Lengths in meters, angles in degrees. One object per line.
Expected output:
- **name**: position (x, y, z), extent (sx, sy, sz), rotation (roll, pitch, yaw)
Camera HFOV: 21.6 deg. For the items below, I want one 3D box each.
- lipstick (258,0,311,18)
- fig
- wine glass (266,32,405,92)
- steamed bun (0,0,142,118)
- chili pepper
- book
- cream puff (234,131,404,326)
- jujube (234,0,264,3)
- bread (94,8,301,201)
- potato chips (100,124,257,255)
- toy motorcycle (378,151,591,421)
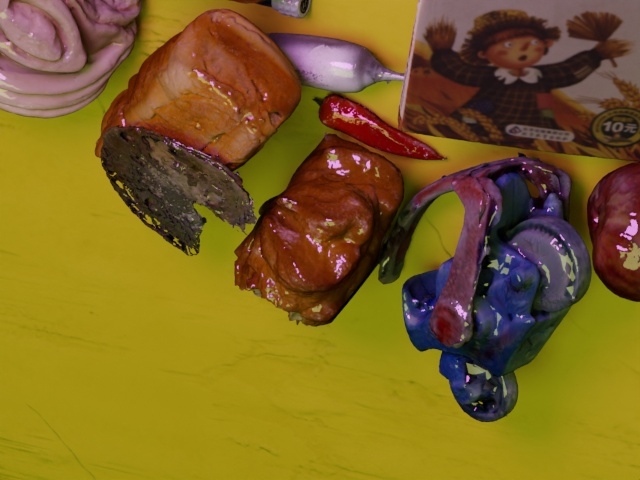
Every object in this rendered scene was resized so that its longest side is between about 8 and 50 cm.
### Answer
- **lipstick**: position (-0.070, -0.286, 1.945), extent (0.116, 0.037, 0.037), rotation (15, 124, 21)
- **fig**: position (0.390, 0.009, 1.849), extent (0.230, 0.160, 0.143), rotation (29, 125, -31)
- **wine glass**: position (0.049, -0.193, 1.923), extent (0.262, 0.074, 0.074), rotation (13, 124, 21)
- **steamed bun**: position (-0.363, -0.280, 1.983), extent (0.276, 0.203, 0.289), rotation (32, 128, 4)
- **chili pepper**: position (0.066, -0.126, 1.979), extent (0.178, 0.027, 0.045), rotation (26, 126, 7)
- **book**: position (0.249, -0.245, 1.691), extent (0.300, 0.039, 0.428), rotation (8, 140, 0)
- **cream puff**: position (0.000, 0.000, 1.968), extent (0.155, 0.241, 0.269), rotation (38, 144, -5)
- **jujube**: position (-0.152, -0.349, 1.857), extent (0.255, 0.190, 0.190), rotation (26, 128, -6)
- **bread**: position (-0.146, -0.152, 1.962), extent (0.167, 0.132, 0.294), rotation (47, 144, -5)
- **potato chips**: position (-0.168, -0.058, 1.959), extent (0.220, 0.029, 0.202), rotation (-6, 126, 49)
- **toy motorcycle**: position (0.195, 0.042, 1.959), extent (0.182, 0.241, 0.319), rotation (3, 136, -24)
